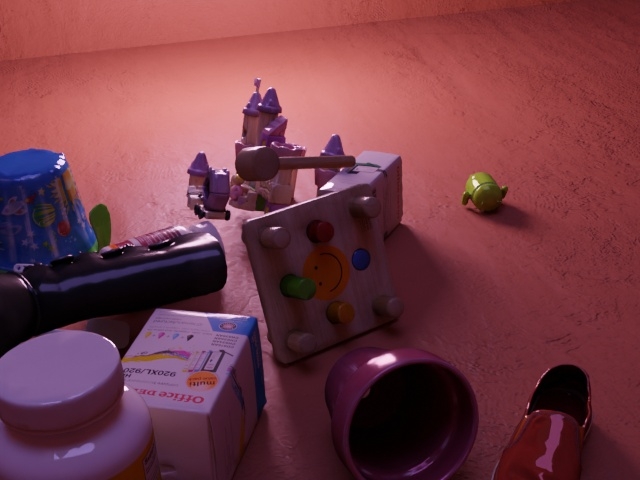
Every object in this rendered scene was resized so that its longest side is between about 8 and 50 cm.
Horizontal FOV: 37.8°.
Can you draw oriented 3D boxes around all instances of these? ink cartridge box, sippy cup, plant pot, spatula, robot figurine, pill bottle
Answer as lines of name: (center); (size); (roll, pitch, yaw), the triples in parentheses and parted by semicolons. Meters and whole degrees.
ink cartridge box: (0.086, -0.071, 1.916); (0.092, 0.160, 0.219); (11, 30, 24)
sippy cup: (-0.581, -0.058, 1.896); (0.305, 0.224, 0.240); (-8, 29, -9)
ink cartridge box: (-0.196, 0.235, 1.362); (0.171, 0.168, 0.233); (4, 30, 12)
plant pot: (0.095, 0.236, 1.327); (0.201, 0.201, 0.180); (-13, 15, -17)
spatula: (-0.451, 0.112, 1.680); (0.241, 0.168, 0.019); (0, -13, 10)
robot figurine: (0.359, -0.107, 2.051); (0.101, 0.067, 0.115); (-7, 29, -5)
pill bottle: (-0.284, 0.284, 1.106); (0.187, 0.334, 0.188); (-3, 28, 2)
pill bottle: (-0.302, 0.040, 1.789); (0.221, 0.121, 0.121); (-19, 32, -27)

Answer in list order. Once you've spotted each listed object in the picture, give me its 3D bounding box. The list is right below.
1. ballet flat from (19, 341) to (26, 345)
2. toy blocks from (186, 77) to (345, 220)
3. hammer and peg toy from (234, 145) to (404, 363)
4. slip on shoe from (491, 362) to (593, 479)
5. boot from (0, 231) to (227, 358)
ballet flat: (-0.689, 0.150, 1.632); (0.400, 0.139, 0.139); (-4, 28, 6)
toy blocks: (-0.127, -0.195, 1.967); (0.308, 0.260, 0.288); (2, 17, -25)
hammer and peg toy: (0.000, 0.000, 1.594); (0.265, 0.362, 0.127); (-18, 11, -28)
slip on shoe: (0.312, 0.286, 1.289); (0.123, 0.101, 0.331); (11, 33, 22)
boot: (-0.351, 0.085, 1.461); (0.445, 0.146, 0.367); (-7, 7, -25)
